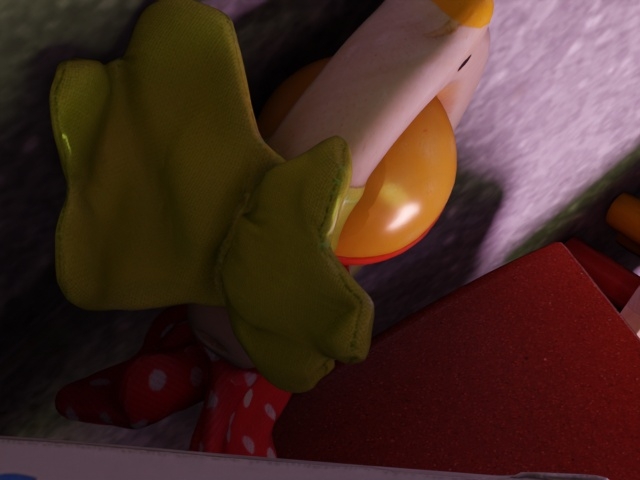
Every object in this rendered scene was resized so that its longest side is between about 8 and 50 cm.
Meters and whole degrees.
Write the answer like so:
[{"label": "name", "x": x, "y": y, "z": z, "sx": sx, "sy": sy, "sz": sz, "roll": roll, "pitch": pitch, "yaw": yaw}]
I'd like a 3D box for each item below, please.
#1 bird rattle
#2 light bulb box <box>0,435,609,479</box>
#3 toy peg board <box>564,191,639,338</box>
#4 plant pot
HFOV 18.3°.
[{"label": "bird rattle", "x": 0.000, "y": 0.000, "z": 0.760, "sx": 0.207, "sy": 0.143, "sz": 0.253, "roll": -49, "pitch": 161, "yaw": -17}, {"label": "light bulb box", "x": -0.067, "y": 0.259, "z": 0.656, "sx": 0.358, "sy": 0.361, "sz": 0.225, "roll": 1, "pitch": 162, "yaw": 22}, {"label": "toy peg board", "x": 0.182, "y": 0.020, "z": 1.103, "sx": 0.160, "sy": 0.079, "sz": 0.161, "roll": -56, "pitch": 154, "yaw": -1}, {"label": "plant pot", "x": 0.060, "y": 0.202, "z": 0.928, "sx": 0.236, "sy": 0.267, "sz": 0.267, "roll": -15, "pitch": 129, "yaw": -14}]
